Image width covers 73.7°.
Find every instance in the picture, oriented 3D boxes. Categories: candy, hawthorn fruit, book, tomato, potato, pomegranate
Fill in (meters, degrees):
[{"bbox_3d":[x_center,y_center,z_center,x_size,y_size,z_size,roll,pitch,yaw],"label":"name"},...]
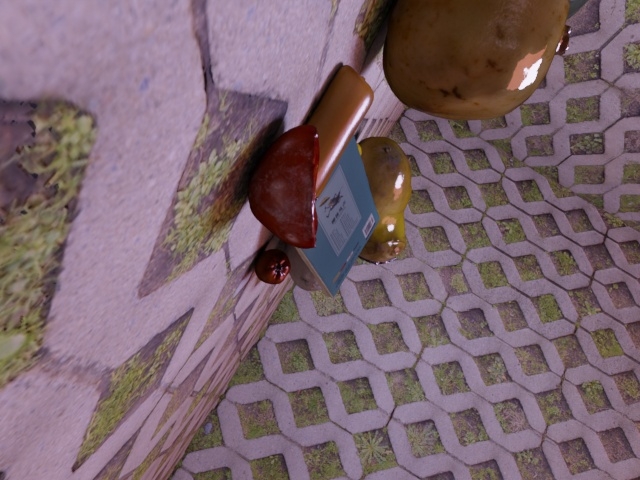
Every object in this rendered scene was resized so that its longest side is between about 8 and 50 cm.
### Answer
[{"bbox_3d":[0.000,0.000,1.187,0.295,0.185,0.295,-163,-90,-88],"label":"candy"},{"bbox_3d":[-0.115,0.059,0.967,0.093,0.081,0.081,-1,-128,58],"label":"hawthorn fruit"},{"bbox_3d":[0.035,-0.057,0.949,0.264,0.031,0.379,-58,149,-20],"label":"book"},{"bbox_3d":[-0.046,-0.069,0.553,0.139,0.091,0.159,-91,-176,-77],"label":"tomato"},{"bbox_3d":[0.190,-0.142,1.425,0.296,0.290,0.397,132,-49,-67],"label":"potato"},{"bbox_3d":[0.272,-0.361,0.757,0.332,0.332,0.332,-58,177,-4],"label":"pomegranate"}]

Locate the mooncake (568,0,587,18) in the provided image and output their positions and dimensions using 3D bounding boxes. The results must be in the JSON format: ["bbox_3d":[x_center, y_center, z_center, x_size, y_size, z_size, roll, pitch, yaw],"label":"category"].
[{"bbox_3d":[0.511,-0.687,1.003,0.356,0.356,0.194,-58,-177,-1],"label":"mooncake"}]

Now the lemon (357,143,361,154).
[{"bbox_3d":[0.079,-0.240,1.161,0.065,0.065,0.092,-59,176,6],"label":"lemon"}]

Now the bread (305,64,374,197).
[{"bbox_3d":[0.005,-0.155,0.672,0.239,0.074,0.092,-59,172,4],"label":"bread"}]
